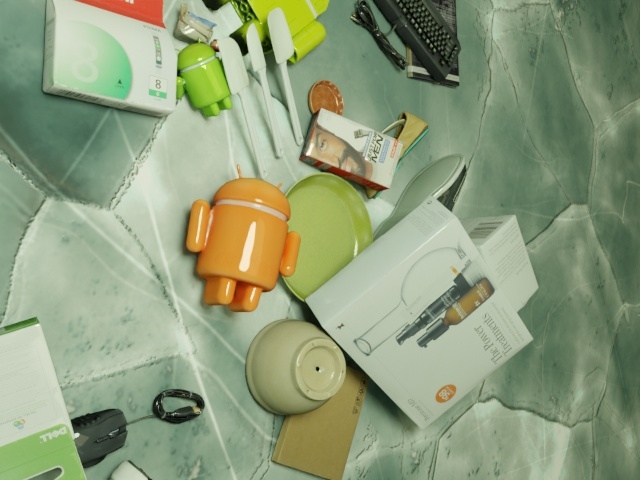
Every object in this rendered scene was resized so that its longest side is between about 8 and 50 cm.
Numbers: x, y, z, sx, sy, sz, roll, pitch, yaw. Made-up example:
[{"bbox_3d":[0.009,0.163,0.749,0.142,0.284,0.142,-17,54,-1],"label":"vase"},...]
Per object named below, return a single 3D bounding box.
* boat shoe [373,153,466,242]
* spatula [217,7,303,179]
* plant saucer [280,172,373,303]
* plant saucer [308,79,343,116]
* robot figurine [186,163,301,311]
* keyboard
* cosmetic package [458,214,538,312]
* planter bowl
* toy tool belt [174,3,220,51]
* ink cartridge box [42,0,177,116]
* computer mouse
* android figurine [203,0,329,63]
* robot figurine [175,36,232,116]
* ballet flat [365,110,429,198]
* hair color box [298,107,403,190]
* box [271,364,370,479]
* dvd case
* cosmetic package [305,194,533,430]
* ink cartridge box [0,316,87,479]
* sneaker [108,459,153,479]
[{"bbox_3d":[0.209,-0.053,1.350,0.302,0.114,0.091,-47,118,-20],"label":"boat shoe"},{"bbox_3d":[-0.082,-0.237,1.093,0.168,0.019,0.242,-49,136,-43],"label":"spatula"},{"bbox_3d":[0.000,0.000,1.198,0.241,0.037,0.241,2,87,-43],"label":"plant saucer"},{"bbox_3d":[0.009,-0.254,1.235,0.083,0.013,0.083,4,85,-43],"label":"plant saucer"},{"bbox_3d":[-0.115,-0.001,1.032,0.128,0.158,0.219,66,34,-74],"label":"robot figurine"},{"bbox_3d":[0.168,-0.455,1.364,0.317,0.033,0.201,44,64,-26],"label":"keyboard"},{"bbox_3d":[0.347,0.061,1.434,0.151,0.151,0.184,-34,110,-38],"label":"cosmetic package"},{"bbox_3d":[-0.027,0.208,1.096,0.162,0.109,0.162,6,80,-33],"label":"planter bowl"},{"bbox_3d":[-0.184,-0.330,1.037,0.083,0.052,0.051,12,88,-42],"label":"toy tool belt"},{"bbox_3d":[-0.289,-0.301,0.939,0.181,0.056,0.225,5,86,-43],"label":"ink cartridge box"},{"bbox_3d":[-0.262,0.261,0.940,0.242,0.041,0.071,-11,94,-43],"label":"computer mouse"},{"bbox_3d":[-0.077,-0.434,1.140,0.273,0.056,0.248,-46,117,-32],"label":"android figurine"},{"bbox_3d":[-0.178,-0.249,1.024,0.101,0.067,0.115,-34,114,-24],"label":"robot figurine"},{"bbox_3d":[0.133,-0.172,1.320,0.073,0.080,0.232,40,56,-2],"label":"ballet flat"},{"bbox_3d":[0.056,-0.161,1.199,0.167,0.053,0.093,19,82,-15],"label":"hair color box"},{"bbox_3d":[0.006,0.314,1.196,0.164,0.021,0.201,32,67,-37],"label":"box"},{"bbox_3d":[0.243,-0.454,1.457,0.164,0.018,0.221,-2,88,-42],"label":"dvd case"},{"bbox_3d":[0.192,0.145,1.213,0.284,0.097,0.377,-39,126,3],"label":"cosmetic package"},{"bbox_3d":[-0.370,0.210,0.814,0.109,0.062,0.209,-18,99,-26],"label":"ink cartridge box"},{"bbox_3d":[-0.222,0.446,0.934,0.118,0.110,0.292,-43,107,-27],"label":"sneaker"}]
